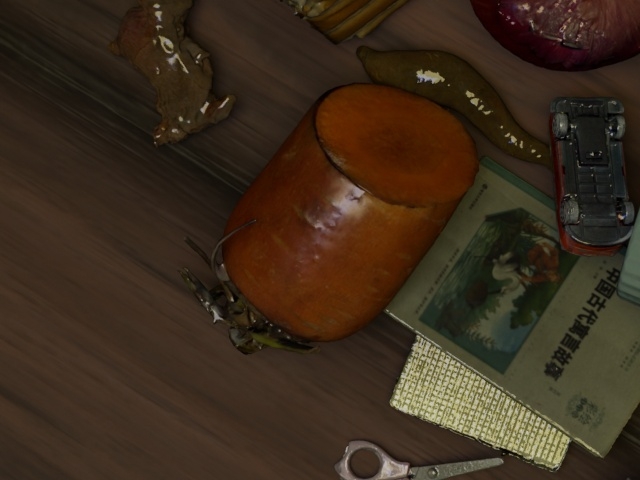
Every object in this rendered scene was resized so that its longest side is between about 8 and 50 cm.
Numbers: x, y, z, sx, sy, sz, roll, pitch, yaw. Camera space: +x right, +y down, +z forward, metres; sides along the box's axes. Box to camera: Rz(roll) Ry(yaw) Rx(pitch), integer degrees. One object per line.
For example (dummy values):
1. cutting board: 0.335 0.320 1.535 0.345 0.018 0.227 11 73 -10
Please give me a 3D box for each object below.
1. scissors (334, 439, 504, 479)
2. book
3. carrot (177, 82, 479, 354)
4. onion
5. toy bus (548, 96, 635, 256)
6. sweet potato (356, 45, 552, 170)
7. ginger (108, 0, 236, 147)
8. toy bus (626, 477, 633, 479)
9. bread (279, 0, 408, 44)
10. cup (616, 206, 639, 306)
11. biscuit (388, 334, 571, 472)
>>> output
1. scissors: 0.109 0.255 1.970 0.189 0.015 0.100 -13 88 17
2. book: 0.235 0.068 1.931 0.283 0.025 0.215 32 79 7
3. carrot: 0.000 0.000 1.889 0.193 0.214 0.331 44 114 16
4. onion: 0.266 -0.286 1.860 0.248 0.161 0.248 -1 93 -14
5. toy bus: 0.278 -0.061 1.888 0.079 0.077 0.174 1 66 -7
6. sweet potato: 0.151 -0.156 1.943 0.249 0.059 0.069 28 116 2
7. ginger: -0.182 -0.252 1.982 0.122 0.084 0.290 -18 94 30
8. toy bus: 0.285 0.389 1.906 0.276 0.133 0.164 -41 87 6
9. bread: 0.047 -0.318 1.856 0.246 0.239 0.111 -39 72 9
10. cup: 0.501 0.031 1.762 0.392 0.310 0.401 18 65 11
11. biscuit: 0.186 0.162 1.957 0.199 0.040 0.121 22 93 5
